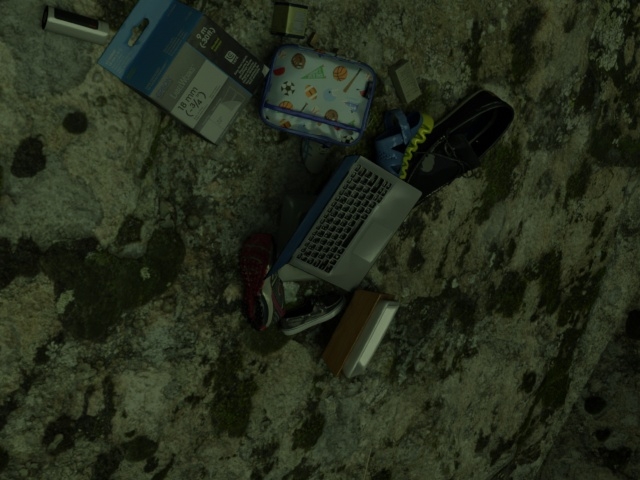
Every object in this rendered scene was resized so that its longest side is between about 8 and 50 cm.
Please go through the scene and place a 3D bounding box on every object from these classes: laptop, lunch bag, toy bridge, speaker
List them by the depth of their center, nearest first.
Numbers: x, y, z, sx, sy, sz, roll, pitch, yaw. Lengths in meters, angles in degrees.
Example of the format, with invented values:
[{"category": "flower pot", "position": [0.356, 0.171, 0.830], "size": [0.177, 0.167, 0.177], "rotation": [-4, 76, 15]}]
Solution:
[{"category": "speaker", "position": [-0.547, -0.480, 1.558], "size": [0.136, 0.055, 0.055], "rotation": [8, 104, -34]}, {"category": "lunch bag", "position": [-0.005, -0.375, 1.836], "size": [0.303, 0.115, 0.243], "rotation": [14, 101, -12]}, {"category": "laptop", "position": [0.078, -0.023, 1.920], "size": [0.408, 0.236, 0.382], "rotation": [27, 105, -29]}, {"category": "toy bridge", "position": [0.036, -0.502, 1.930], "size": [0.188, 0.026, 0.063], "rotation": [26, 96, -36]}]

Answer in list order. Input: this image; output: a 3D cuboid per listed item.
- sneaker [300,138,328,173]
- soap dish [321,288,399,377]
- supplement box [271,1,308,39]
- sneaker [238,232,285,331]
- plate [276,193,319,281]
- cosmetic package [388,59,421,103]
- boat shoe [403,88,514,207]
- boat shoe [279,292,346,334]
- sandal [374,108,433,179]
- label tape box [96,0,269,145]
[{"category": "sneaker", "position": [0.007, -0.300, 1.956], "size": [0.085, 0.086, 0.237], "rotation": [3, 108, -35]}, {"category": "soap dish", "position": [0.125, 0.284, 2.189], "size": [0.291, 0.118, 0.229], "rotation": [-62, 162, 3]}, {"category": "supplement box", "position": [-0.080, -0.568, 1.795], "size": [0.056, 0.083, 0.083], "rotation": [0, 108, -31]}, {"category": "sneaker", "position": [-0.160, 0.111, 2.004], "size": [0.112, 0.121, 0.299], "rotation": [-21, 127, -39]}, {"category": "plate", "position": [0.000, 0.000, 2.094], "size": [0.277, 0.045, 0.278], "rotation": [-1, 110, -32]}, {"category": "cosmetic package", "position": [0.250, -0.472, 2.066], "size": [0.060, 0.041, 0.115], "rotation": [-36, 124, -16]}, {"category": "boat shoe", "position": [0.409, -0.277, 2.174], "size": [0.500, 0.156, 0.187], "rotation": [-44, 127, -9]}, {"category": "boat shoe", "position": [-0.027, 0.209, 2.145], "size": [0.228, 0.080, 0.076], "rotation": [-23, 121, -14]}, {"category": "sandal", "position": [0.207, -0.266, 2.081], "size": [0.138, 0.126, 0.317], "rotation": [30, 83, -33]}, {"category": "label tape box", "position": [-0.325, -0.421, 1.688], "size": [0.334, 0.106, 0.240], "rotation": [34, 88, -37]}]
